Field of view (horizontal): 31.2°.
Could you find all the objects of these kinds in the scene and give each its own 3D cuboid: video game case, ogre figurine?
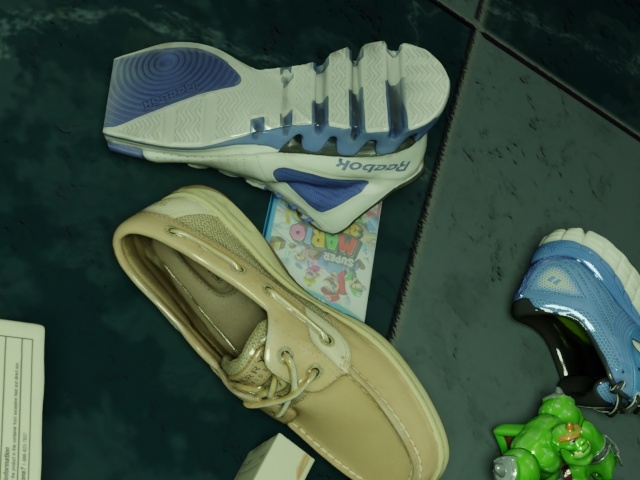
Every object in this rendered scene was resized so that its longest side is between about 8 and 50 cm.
[{"bbox_3d":[0.000,0.000,1.134,0.119,0.015,0.166,24,53,-19],"label":"video game case"},{"bbox_3d":[0.223,0.227,1.099,0.197,0.097,0.118,-33,102,-26],"label":"ogre figurine"}]

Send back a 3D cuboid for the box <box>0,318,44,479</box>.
[{"bbox_3d":[-0.317,0.132,0.777,0.232,0.127,0.149,11,59,-27],"label":"box"}]

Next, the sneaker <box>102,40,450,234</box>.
[{"bbox_3d":[-0.038,-0.081,1.073,0.315,0.182,0.127,1,54,6],"label":"sneaker"}]

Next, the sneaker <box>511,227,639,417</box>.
[{"bbox_3d":[0.326,0.147,1.208,0.330,0.130,0.147,43,63,0],"label":"sneaker"}]

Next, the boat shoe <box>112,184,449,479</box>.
[{"bbox_3d":[-0.040,0.100,0.970,0.341,0.122,0.110,43,31,8],"label":"boat shoe"}]

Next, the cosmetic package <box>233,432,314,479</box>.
[{"bbox_3d":[-0.055,0.221,0.940,0.041,0.060,0.115,39,51,-9],"label":"cosmetic package"}]
